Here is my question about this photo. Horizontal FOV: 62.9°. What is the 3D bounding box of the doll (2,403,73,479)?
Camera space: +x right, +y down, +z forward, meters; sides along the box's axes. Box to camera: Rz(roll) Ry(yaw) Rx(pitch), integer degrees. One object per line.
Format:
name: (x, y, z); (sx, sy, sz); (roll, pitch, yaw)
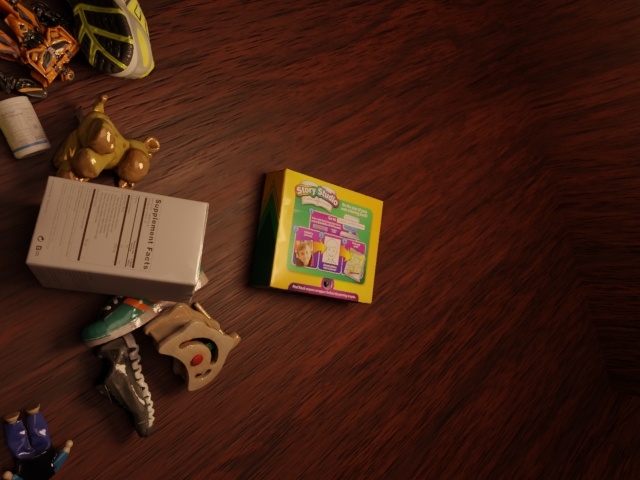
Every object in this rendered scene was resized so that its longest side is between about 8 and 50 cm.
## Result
doll: (-0.560, 0.425, 1.036); (0.129, 0.046, 0.188); (-16, 97, -37)

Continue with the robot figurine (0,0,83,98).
robot figurine: (-0.608, -0.418, 1.013); (0.291, 0.085, 0.211); (40, 66, -30)

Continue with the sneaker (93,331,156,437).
sneaker: (-0.429, 0.321, 1.130); (0.106, 0.078, 0.234); (-14, 93, -35)

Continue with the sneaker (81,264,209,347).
sneaker: (-0.398, 0.115, 1.152); (0.302, 0.108, 0.121); (-35, 100, -37)

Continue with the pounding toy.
pounding toy: (-0.309, 0.235, 1.214); (0.154, 0.155, 0.269); (-49, 143, -5)

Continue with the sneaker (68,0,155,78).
sneaker: (-0.466, -0.520, 1.122); (0.147, 0.145, 0.384); (2, 73, -79)

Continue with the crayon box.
crayon box: (0.000, 0.000, 1.467); (0.363, 0.106, 0.312); (14, 78, -38)

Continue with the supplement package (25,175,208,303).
supplement package: (-0.386, 0.009, 1.035); (0.293, 0.177, 0.175); (9, 68, -16)

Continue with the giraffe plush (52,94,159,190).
giraffe plush: (-0.439, -0.180, 1.112); (0.170, 0.181, 0.210); (34, 32, -43)

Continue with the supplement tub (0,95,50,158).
supplement tub: (-0.587, -0.221, 1.029); (0.071, 0.071, 0.107); (-30, 105, -36)
